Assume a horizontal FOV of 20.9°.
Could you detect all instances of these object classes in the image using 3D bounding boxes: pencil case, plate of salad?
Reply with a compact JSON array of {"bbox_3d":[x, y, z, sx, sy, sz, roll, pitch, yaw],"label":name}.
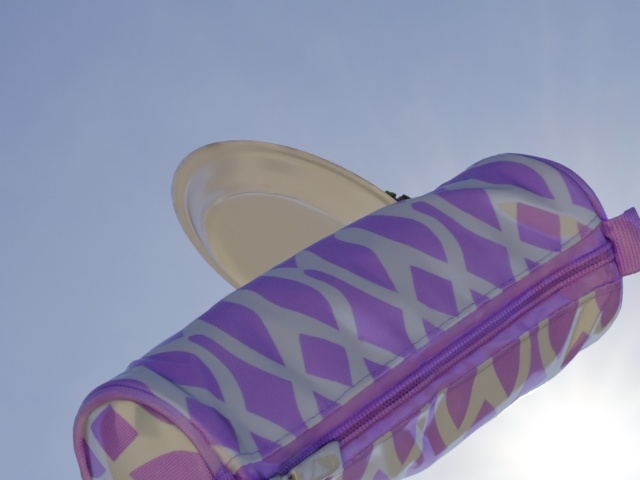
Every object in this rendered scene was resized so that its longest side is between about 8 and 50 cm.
[{"bbox_3d":[0.015,0.041,0.569,0.088,0.206,0.086,-19,-79,51],"label":"pencil case"},{"bbox_3d":[0.000,0.000,1.083,0.200,0.048,0.200,21,-32,14],"label":"plate of salad"}]
